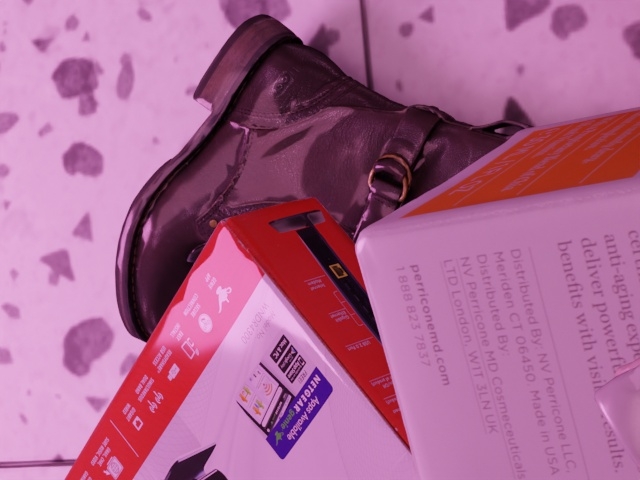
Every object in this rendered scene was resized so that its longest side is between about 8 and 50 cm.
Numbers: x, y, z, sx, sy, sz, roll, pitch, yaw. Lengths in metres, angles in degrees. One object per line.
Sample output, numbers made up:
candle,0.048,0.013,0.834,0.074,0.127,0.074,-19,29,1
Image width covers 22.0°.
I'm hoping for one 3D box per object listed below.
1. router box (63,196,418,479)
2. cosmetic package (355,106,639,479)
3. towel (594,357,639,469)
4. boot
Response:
router box,-0.014,0.195,1.008,0.301,0.082,0.335,50,129,22
cosmetic package,0.275,0.006,0.786,0.453,0.230,0.161,-9,102,30
towel,0.304,0.111,0.597,0.317,0.053,0.332,-37,74,27
boot,0.000,0.000,1.058,0.229,0.091,0.263,33,109,23
